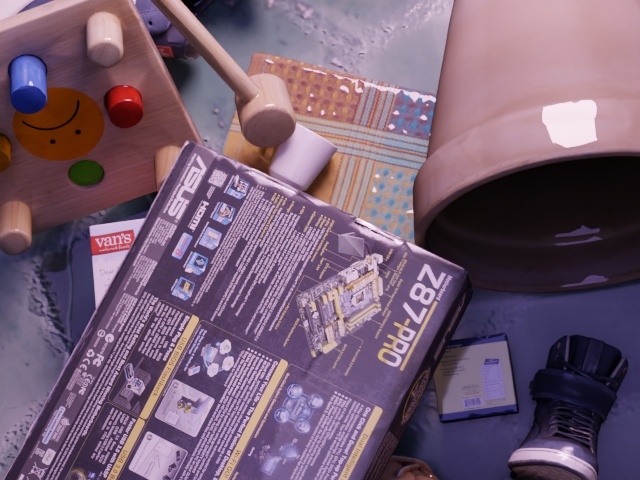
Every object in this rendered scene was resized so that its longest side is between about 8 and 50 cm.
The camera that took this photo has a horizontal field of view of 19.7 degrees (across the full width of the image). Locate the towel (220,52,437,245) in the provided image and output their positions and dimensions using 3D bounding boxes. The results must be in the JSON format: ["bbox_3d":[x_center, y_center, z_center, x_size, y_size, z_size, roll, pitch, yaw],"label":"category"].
[{"bbox_3d":[0.000,0.000,1.955,0.272,0.040,0.370,15,78,9],"label":"towel"}]

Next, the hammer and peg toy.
[{"bbox_3d":[-0.225,-0.151,1.901,0.361,0.266,0.127,-20,40,8],"label":"hammer and peg toy"}]

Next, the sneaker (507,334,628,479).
[{"bbox_3d":[0.250,0.169,1.824,0.086,0.226,0.163,24,83,2],"label":"sneaker"}]

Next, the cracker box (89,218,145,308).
[{"bbox_3d":[-0.147,0.091,1.894,0.156,0.067,0.232,-7,76,4],"label":"cracker box"}]

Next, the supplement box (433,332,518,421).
[{"bbox_3d":[0.160,0.144,1.920,0.083,0.056,0.083,-8,82,6],"label":"supplement box"}]

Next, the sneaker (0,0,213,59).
[{"bbox_3d":[-0.216,-0.235,1.979,0.350,0.131,0.148,-32,78,2],"label":"sneaker"}]

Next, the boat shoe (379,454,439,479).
[{"bbox_3d":[0.062,0.264,1.838,0.341,0.122,0.110,-13,68,31],"label":"boat shoe"}]

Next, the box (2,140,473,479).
[{"bbox_3d":[-0.078,0.141,1.787,0.318,0.097,0.394,24,80,16],"label":"box"}]

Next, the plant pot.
[{"bbox_3d":[0.244,-0.136,1.844,0.323,0.323,0.280,-6,66,6],"label":"plant pot"}]

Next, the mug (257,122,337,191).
[{"bbox_3d":[-0.026,-0.086,1.937,0.062,0.078,0.064,29,89,-20],"label":"mug"}]
